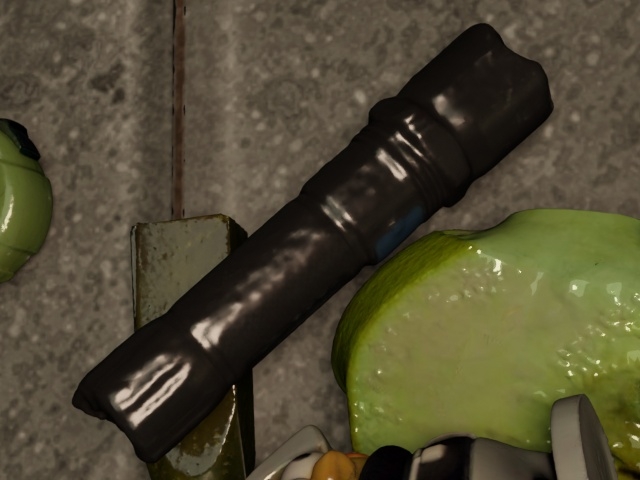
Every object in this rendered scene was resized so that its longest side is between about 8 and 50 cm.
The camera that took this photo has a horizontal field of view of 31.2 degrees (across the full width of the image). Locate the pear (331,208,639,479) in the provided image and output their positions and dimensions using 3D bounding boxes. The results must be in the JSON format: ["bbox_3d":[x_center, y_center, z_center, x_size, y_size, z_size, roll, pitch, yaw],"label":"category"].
[{"bbox_3d":[0.146,0.112,0.813,0.282,0.176,0.286,7,100,19],"label":"pear"}]

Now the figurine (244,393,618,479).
[{"bbox_3d":[0.056,0.181,0.679,0.236,0.176,0.133,-15,105,20],"label":"figurine"}]

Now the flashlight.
[{"bbox_3d":[0.000,0.000,0.850,0.424,0.103,0.103,-42,75,-13],"label":"flashlight"}]

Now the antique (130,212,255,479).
[{"bbox_3d":[-0.097,0.096,0.910,0.081,0.080,0.220,-6,79,9],"label":"antique"}]

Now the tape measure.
[{"bbox_3d":[-0.306,-0.034,0.970,0.154,0.087,0.177,7,84,11],"label":"tape measure"}]
